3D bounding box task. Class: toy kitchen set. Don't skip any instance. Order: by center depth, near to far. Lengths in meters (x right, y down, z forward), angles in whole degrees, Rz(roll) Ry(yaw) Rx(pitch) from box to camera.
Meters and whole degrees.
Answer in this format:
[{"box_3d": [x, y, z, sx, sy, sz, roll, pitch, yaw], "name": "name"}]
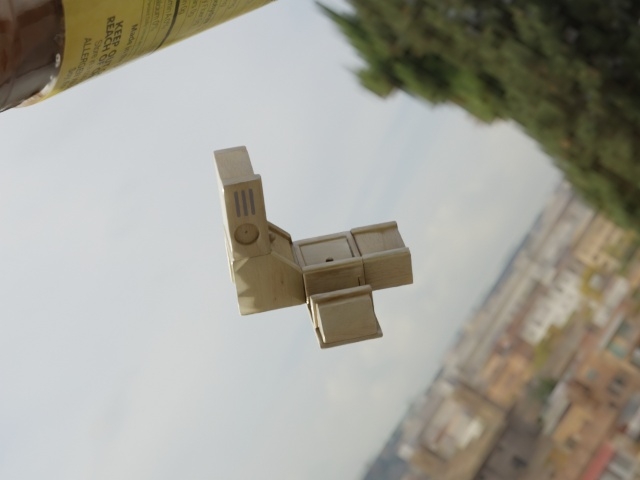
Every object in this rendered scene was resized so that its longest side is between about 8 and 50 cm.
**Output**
[{"box_3d": [0.000, 0.000, 0.848, 0.068, 0.083, 0.075, -110, 11, -56], "name": "toy kitchen set"}]

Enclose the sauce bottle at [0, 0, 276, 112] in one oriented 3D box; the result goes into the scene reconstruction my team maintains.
[{"box_3d": [-0.036, -0.152, 0.768, 0.344, 0.111, 0.111, -31, -22, -38], "name": "sauce bottle"}]
